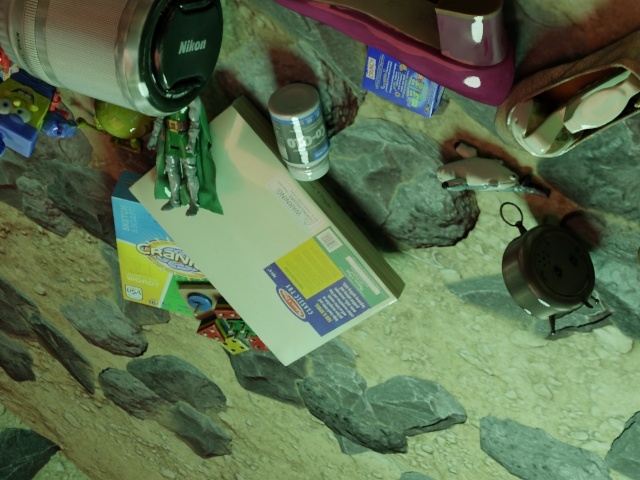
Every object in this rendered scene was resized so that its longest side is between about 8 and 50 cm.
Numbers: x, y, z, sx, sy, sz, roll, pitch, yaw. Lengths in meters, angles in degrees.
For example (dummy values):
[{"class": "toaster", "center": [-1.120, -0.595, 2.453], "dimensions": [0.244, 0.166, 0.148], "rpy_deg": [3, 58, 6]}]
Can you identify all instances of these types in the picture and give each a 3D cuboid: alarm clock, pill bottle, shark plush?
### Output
[{"class": "alarm clock", "center": [0.311, 0.026, 1.652], "dimensions": [0.192, 0.129, 0.064], "rpy_deg": [56, 146, 7]}, {"class": "pill bottle", "center": [-0.028, -0.159, 1.759], "dimensions": [0.078, 0.078, 0.137], "rpy_deg": [16, 143, 27]}, {"class": "shark plush", "center": [0.242, -0.091, 1.656], "dimensions": [0.161, 0.073, 0.067], "rpy_deg": [2, 158, 11]}]

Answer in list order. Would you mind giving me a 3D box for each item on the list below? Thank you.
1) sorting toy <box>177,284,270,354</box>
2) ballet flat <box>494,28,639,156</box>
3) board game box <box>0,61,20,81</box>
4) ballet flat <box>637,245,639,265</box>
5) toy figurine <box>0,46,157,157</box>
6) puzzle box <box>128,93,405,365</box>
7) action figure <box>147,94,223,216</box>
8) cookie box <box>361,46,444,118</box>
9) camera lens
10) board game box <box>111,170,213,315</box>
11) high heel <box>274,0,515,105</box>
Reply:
[{"class": "sorting toy", "center": [-0.182, 0.145, 2.173], "dimensions": [0.132, 0.046, 0.274], "rpy_deg": [0, 140, 22]}, {"class": "ballet flat", "center": [0.303, -0.162, 1.437], "dimensions": [0.107, 0.106, 0.316], "rpy_deg": [43, 146, -10]}, {"class": "board game box", "center": [-0.550, -0.353, 2.023], "dimensions": [0.136, 0.035, 0.201], "rpy_deg": [34, 146, 3]}, {"class": "ballet flat", "center": [0.510, 0.020, 1.461], "dimensions": [0.116, 0.124, 0.342], "rpy_deg": [46, 145, -15]}, {"class": "toy figurine", "center": [-0.473, -0.192, 1.947], "dimensions": [0.363, 0.217, 0.191], "rpy_deg": [30, 145, -7]}, {"class": "puzzle box", "center": [-0.089, -0.006, 1.918], "dimensions": [0.272, 0.052, 0.409], "rpy_deg": [-33, 103, 34]}, {"class": "action figure", "center": [-0.217, -0.155, 1.819], "dimensions": [0.137, 0.063, 0.232], "rpy_deg": [11, 115, 26]}, {"class": "cookie box", "center": [0.115, -0.226, 1.584], "dimensions": [0.107, 0.040, 0.092], "rpy_deg": [27, 146, 13]}, {"class": "camera lens", "center": [-0.294, -0.308, 1.683], "dimensions": [0.274, 0.219, 0.219], "rpy_deg": [19, 143, 24]}, {"class": "board game box", "center": [-0.245, 0.022, 2.135], "dimensions": [0.242, 0.064, 0.316], "rpy_deg": [13, 143, 6]}, {"class": "high heel", "center": [0.066, -0.271, 1.507], "dimensions": [0.377, 0.127, 0.181], "rpy_deg": [23, 152, 26]}]
